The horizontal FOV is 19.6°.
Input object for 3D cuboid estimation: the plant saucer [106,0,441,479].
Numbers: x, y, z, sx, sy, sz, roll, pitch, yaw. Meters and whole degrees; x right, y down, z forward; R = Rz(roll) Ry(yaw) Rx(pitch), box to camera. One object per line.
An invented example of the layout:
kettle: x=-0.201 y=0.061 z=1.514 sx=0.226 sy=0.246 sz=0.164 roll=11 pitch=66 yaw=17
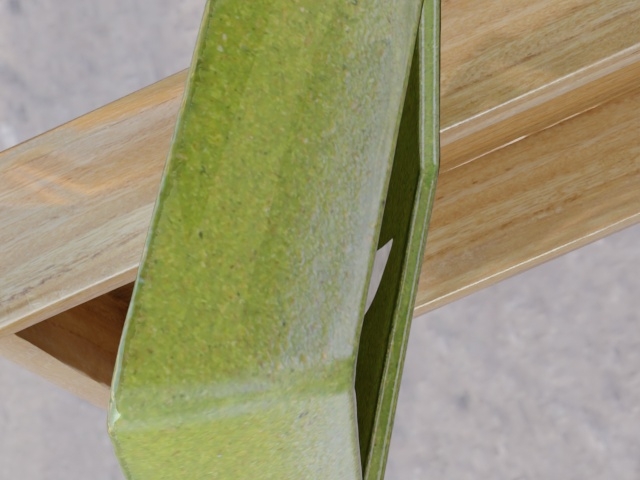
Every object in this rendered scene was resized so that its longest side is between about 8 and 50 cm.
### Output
plant saucer: x=0.000 y=0.000 z=0.479 sx=0.188 sy=0.045 sz=0.188 roll=84 pitch=-165 yaw=-62

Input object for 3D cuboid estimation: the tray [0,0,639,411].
tray: x=0.070 y=-0.049 z=0.755 sx=0.203 sy=0.411 sz=0.076 roll=48 pitch=-159 yaw=-69
